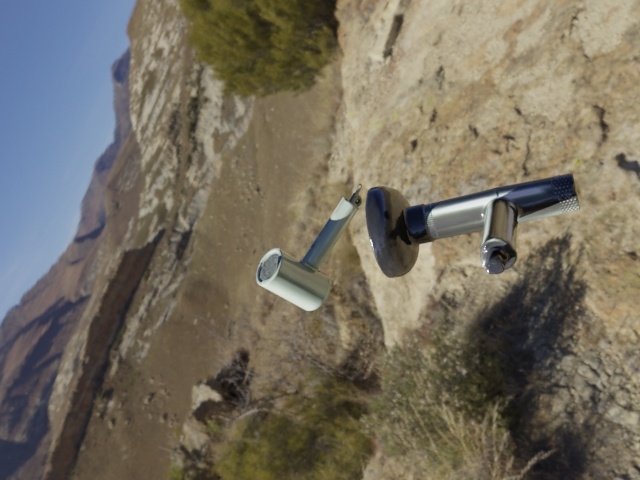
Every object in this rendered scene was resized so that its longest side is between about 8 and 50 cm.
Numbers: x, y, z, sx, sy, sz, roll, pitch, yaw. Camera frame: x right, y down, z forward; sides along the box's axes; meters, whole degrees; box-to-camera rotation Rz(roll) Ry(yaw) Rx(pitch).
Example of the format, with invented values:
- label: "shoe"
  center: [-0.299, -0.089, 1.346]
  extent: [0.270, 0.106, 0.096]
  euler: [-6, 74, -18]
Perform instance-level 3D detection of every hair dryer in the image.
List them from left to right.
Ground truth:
- label: "hair dryer"
  center: [0.000, 0.000, 0.547]
  extent: [0.124, 0.063, 0.038]
  euler: [-56, 34, 4]
- label: "hair dryer"
  center: [0.196, -0.033, 0.897]
  extent: [0.320, 0.284, 0.156]
  euler: [-12, 90, 31]
